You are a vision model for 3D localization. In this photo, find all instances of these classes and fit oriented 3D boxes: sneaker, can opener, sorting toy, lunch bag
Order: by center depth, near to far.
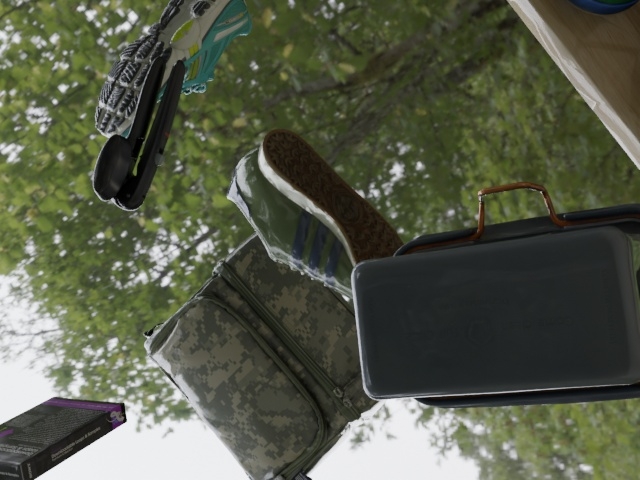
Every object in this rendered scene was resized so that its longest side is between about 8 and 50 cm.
[{"bbox_3d":[0.301,-0.202,0.628,0.255,0.089,0.257,-38,-90,-12],"label":"sorting toy"},{"bbox_3d":[0.000,0.000,0.688,0.192,0.086,0.064,48,-134,-11],"label":"sneaker"},{"bbox_3d":[-0.193,-0.121,0.928,0.059,0.073,0.186,21,-105,4],"label":"can opener"},{"bbox_3d":[-0.193,-0.235,1.136,0.275,0.107,0.110,-49,-42,-8],"label":"sneaker"},{"bbox_3d":[-0.061,0.169,1.138,0.256,0.212,0.305,-42,-100,-4],"label":"lunch bag"}]

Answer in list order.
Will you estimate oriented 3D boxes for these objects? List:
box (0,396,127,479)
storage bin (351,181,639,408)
[{"bbox_3d":[-0.313,0.220,0.930,0.162,0.116,0.029,-23,-71,-60],"label":"box"},{"bbox_3d":[0.079,0.024,0.343,0.091,0.135,0.098,6,-104,-65],"label":"storage bin"}]
